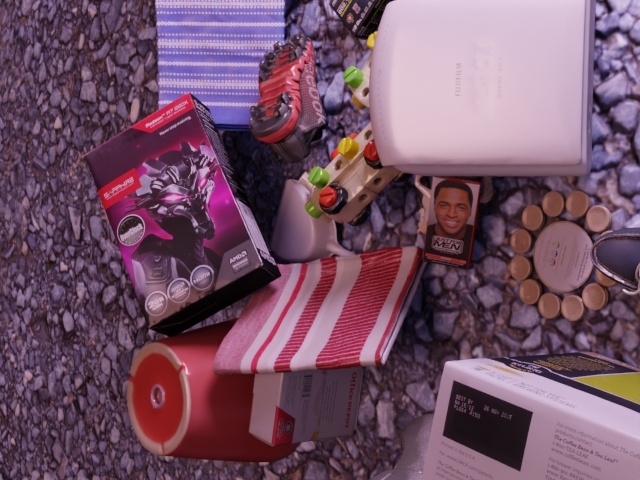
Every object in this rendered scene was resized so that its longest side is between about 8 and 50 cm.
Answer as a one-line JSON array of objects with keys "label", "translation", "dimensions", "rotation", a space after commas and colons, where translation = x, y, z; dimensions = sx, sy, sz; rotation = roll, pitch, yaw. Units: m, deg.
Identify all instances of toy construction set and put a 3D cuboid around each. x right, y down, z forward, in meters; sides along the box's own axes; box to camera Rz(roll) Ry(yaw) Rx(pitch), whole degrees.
[{"label": "toy construction set", "translation": [0.058, -0.146, 1.601], "dimensions": [0.328, 0.151, 0.215], "rotation": [-57, 39, 30]}]

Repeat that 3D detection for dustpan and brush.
[{"label": "dustpan and brush", "translation": [0.000, 0.000, 1.752], "dimensions": [0.211, 0.060, 0.147], "rotation": [43, 125, 46]}]

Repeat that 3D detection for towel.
[{"label": "towel", "translation": [-0.004, 0.112, 1.619], "dimensions": [0.329, 0.037, 0.237], "rotation": [-8, 40, 36]}, {"label": "towel", "translation": [-0.185, -0.364, 1.829], "dimensions": [0.243, 0.040, 0.336], "rotation": [2, 105, 9]}]

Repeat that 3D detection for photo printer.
[{"label": "photo printer", "translation": [0.216, -0.215, 1.396], "dimensions": [0.307, 0.107, 0.256], "rotation": [2, 90, 21]}]

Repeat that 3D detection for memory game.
[{"label": "memory game", "translation": [0.339, 0.021, 1.409], "dimensions": [0.186, 0.012, 0.186], "rotation": [-2, 87, 47]}]

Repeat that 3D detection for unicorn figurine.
[{"label": "unicorn figurine", "translation": [0.188, -0.070, 1.535], "dimensions": [0.162, 0.060, 0.111], "rotation": [-10, 93, 41]}]

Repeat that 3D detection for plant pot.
[{"label": "plant pot", "translation": [-0.192, 0.271, 1.808], "dimensions": [0.275, 0.243, 0.275], "rotation": [-2, 88, 48]}]

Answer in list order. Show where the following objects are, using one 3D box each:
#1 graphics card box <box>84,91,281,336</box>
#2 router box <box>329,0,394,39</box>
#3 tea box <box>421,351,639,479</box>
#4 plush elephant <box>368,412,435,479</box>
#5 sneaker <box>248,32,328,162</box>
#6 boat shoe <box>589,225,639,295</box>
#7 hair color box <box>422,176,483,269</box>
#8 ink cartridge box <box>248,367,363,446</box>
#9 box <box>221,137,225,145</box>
[{"label": "graphics card box", "translation": [-0.244, -0.047, 1.759], "dimensions": [0.233, 0.094, 0.371], "rotation": [-28, 68, 10]}, {"label": "router box", "translation": [0.076, -0.409, 1.681], "dimensions": [0.122, 0.038, 0.092], "rotation": [-55, 52, 31]}, {"label": "tea box", "translation": [0.343, 0.279, 1.169], "dimensions": [0.329, 0.323, 0.220], "rotation": [18, 102, 47]}, {"label": "plush elephant", "translation": [0.156, 0.449, 1.454], "dimensions": [0.255, 0.272, 0.330], "rotation": [56, 175, -13]}, {"label": "sneaker", "translation": [-0.046, -0.240, 1.738], "dimensions": [0.097, 0.135, 0.276], "rotation": [-18, 41, 26]}, {"label": "boat shoe", "translation": [0.438, 0.039, 1.249], "dimensions": [0.254, 0.079, 0.095], "rotation": [23, 106, 43]}, {"label": "hair color box", "translation": [0.195, -0.032, 1.494], "dimensions": [0.072, 0.043, 0.141], "rotation": [10, 118, 14]}, {"label": "ink cartridge box", "translation": [-0.023, 0.261, 1.675], "dimensions": [0.072, 0.175, 0.127], "rotation": [15, 100, 49]}, {"label": "box", "translation": [-0.268, -0.079, 1.950], "dimensions": [0.168, 0.167, 0.203], "rotation": [-36, 64, 40]}]
